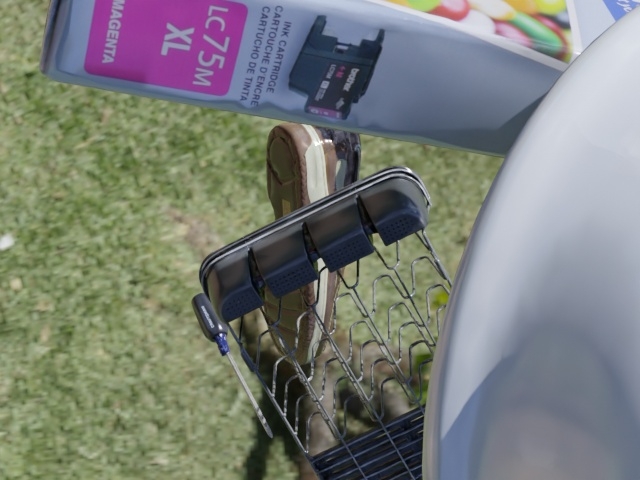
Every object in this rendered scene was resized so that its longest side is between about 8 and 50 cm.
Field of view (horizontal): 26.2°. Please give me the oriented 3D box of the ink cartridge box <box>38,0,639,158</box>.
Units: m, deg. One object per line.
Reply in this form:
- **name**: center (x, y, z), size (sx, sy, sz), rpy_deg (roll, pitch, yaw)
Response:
- **ink cartridge box**: center (0.042, -0.107, 0.599), size (0.311, 0.065, 0.185), rpy_deg (11, 32, -15)

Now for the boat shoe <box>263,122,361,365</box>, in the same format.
- **boat shoe**: center (0.004, 0.003, 1.351), size (0.095, 0.095, 0.257), rpy_deg (-15, 124, -30)

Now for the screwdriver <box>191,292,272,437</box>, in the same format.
- **screwdriver**: center (-0.084, 0.117, 1.283), size (0.025, 0.024, 0.170), rpy_deg (-8, 52, -24)

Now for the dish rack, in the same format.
- **dish rack**: center (0.042, 0.095, 1.182), size (0.271, 0.208, 0.074), rpy_deg (61, 8, -26)

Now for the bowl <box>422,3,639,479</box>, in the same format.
- **bowl**: center (0.186, 0.055, 0.510), size (0.298, 0.134, 0.297), rpy_deg (-15, 112, -39)
